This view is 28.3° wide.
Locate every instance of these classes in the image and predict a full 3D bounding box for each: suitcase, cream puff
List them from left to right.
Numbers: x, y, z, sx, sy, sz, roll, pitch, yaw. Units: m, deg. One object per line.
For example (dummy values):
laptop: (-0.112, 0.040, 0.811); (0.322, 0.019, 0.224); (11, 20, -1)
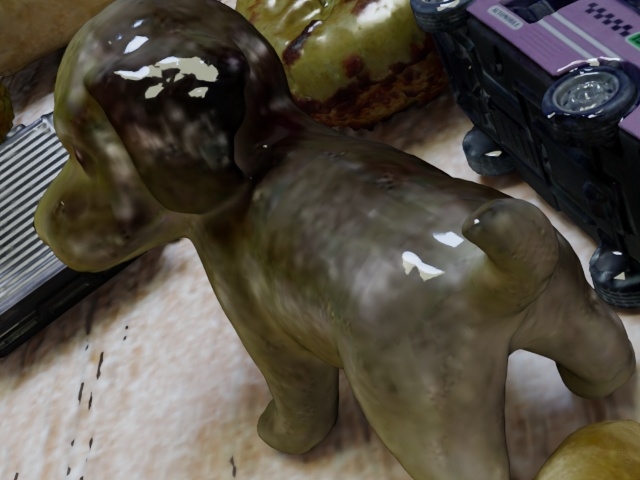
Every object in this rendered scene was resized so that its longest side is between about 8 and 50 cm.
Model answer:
suitcase: (-0.143, -0.004, 0.637); (0.126, 0.059, 0.086); (-36, 74, -4)
cream puff: (0.024, -0.112, 0.645); (0.149, 0.084, 0.149); (-24, 43, 25)

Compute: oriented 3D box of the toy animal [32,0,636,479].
toy animal: (-0.002, 0.006, 0.451); (0.121, 0.169, 0.233); (-42, 45, -20)

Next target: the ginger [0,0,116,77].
ginger: (-0.135, -0.243, 0.897); (0.190, 0.126, 0.354); (10, 55, 52)

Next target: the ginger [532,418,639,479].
ginger: (0.076, 0.122, 0.316); (0.115, 0.081, 0.205); (13, 46, 31)

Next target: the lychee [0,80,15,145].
lychee: (-0.248, -0.075, 0.787); (0.114, 0.114, 0.146); (-29, 17, 3)

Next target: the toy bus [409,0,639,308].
toy bus: (0.119, -0.062, 0.501); (0.108, 0.096, 0.199); (-29, 36, -4)
